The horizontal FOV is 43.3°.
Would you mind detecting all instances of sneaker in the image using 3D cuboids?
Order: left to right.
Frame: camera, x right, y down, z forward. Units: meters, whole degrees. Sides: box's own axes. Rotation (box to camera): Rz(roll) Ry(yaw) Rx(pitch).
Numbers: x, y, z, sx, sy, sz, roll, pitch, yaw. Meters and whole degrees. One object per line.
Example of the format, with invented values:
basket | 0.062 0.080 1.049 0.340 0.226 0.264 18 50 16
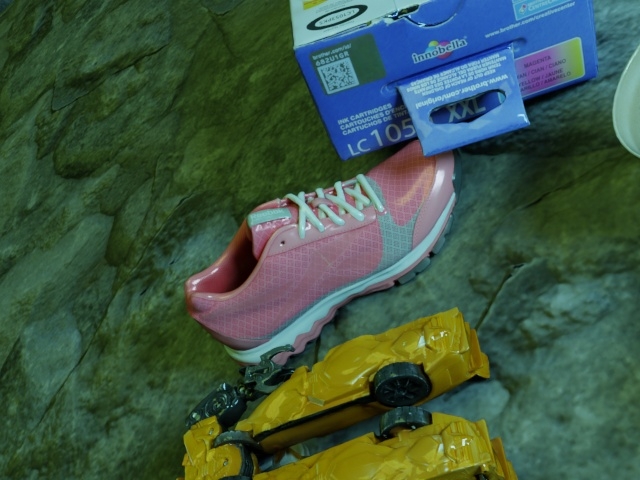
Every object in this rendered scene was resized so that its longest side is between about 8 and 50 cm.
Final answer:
sneaker | 0.000 0.001 0.778 0.314 0.136 0.116 -41 39 9

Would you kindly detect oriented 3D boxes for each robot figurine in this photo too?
robot figurine | 0.002 0.174 0.653 0.291 0.085 0.211 -25 40 21

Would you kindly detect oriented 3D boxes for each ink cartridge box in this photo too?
ink cartridge box | 0.107 -0.252 0.823 0.270 0.151 0.395 -17 43 10

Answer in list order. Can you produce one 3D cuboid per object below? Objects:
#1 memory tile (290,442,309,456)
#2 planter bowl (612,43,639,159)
memory tile | -0.016 0.244 0.688 0.148 0.012 0.113 25 77 51
planter bowl | 0.308 -0.098 0.569 0.162 0.109 0.162 -41 32 32
